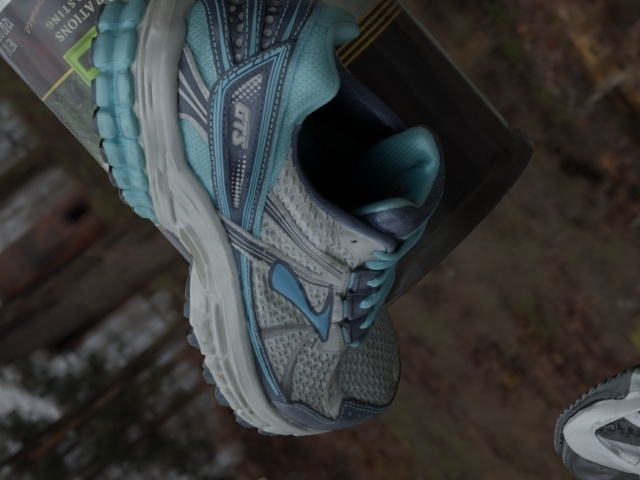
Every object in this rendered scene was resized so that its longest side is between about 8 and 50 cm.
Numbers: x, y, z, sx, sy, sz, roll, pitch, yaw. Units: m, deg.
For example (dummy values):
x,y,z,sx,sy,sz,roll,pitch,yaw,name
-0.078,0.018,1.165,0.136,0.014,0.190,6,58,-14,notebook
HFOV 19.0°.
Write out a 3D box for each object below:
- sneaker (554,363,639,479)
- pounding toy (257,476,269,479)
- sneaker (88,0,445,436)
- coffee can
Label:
x,y,z,sx,sy,sz,roll,pitch,yaw,name
0.256,0.133,1.209,0.146,0.122,0.330,69,156,14,sneaker
-0.033,0.213,1.299,0.094,0.206,0.181,59,178,42,pounding toy
0.000,0.000,0.857,0.283,0.122,0.110,62,-147,-48,sneaker
-0.040,-0.091,1.124,0.275,0.201,0.201,48,178,-6,coffee can
